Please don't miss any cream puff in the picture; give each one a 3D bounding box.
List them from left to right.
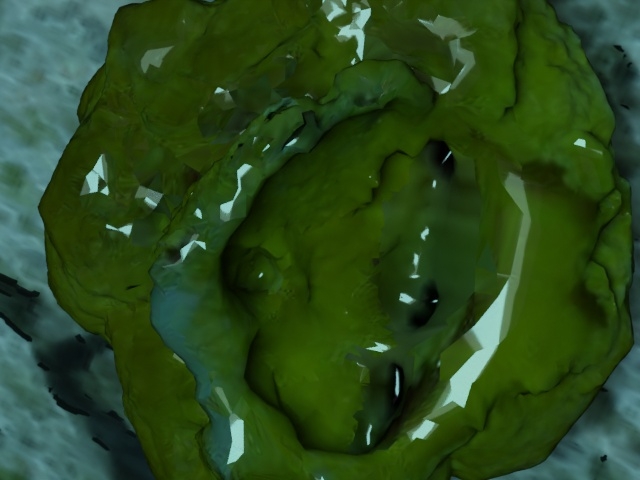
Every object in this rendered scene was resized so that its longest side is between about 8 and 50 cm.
[{"bbox_3d":[0.002,-0.001,0.677,0.282,0.185,0.281,1,92,19],"label":"cream puff"}]
